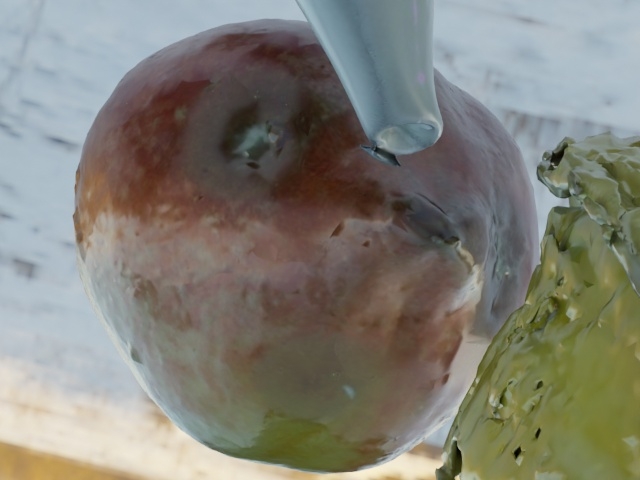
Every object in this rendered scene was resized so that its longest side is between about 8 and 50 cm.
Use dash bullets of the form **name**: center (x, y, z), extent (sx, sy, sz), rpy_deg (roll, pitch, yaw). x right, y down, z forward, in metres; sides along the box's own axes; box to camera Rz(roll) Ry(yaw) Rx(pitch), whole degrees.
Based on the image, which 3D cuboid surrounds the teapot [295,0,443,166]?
- **teapot**: center (-0.028, -0.193, 0.625), extent (0.252, 0.280, 0.424), rpy_deg (-15, 141, 10)

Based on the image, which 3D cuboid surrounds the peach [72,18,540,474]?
- **peach**: center (0.000, 0.000, 0.904), extent (0.232, 0.232, 0.256), rpy_deg (17, 163, -22)

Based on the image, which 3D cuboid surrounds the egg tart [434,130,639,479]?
- **egg tart**: center (0.125, 0.113, 0.573), extent (0.120, 0.315, 0.315), rpy_deg (-30, 166, 5)
